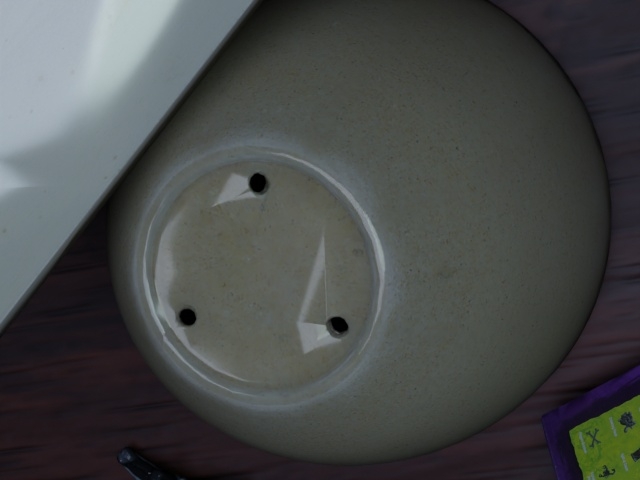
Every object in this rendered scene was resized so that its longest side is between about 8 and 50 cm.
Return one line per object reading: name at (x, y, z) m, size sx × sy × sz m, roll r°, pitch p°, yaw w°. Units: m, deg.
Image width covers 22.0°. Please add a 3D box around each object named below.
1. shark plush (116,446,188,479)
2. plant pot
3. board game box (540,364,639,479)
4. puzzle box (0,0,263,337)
shark plush at (-0.067, 0.189, 1.007) m, size 0.161 × 0.073 × 0.067 m, roll 30°, pitch 138°, yaw 6°
plant pot at (0.000, 0.000, 0.873) m, size 0.284 × 0.191 × 0.284 m, roll 3°, pitch 101°, yaw 17°
board game box at (0.238, 0.183, 0.783) m, size 0.208 × 0.347 × 0.056 m, roll -34°, pitch 132°, yaw 24°
puzzle box at (-0.169, -0.151, 0.789) m, size 0.272 × 0.052 × 0.409 m, roll 39°, pitch 96°, yaw -1°
